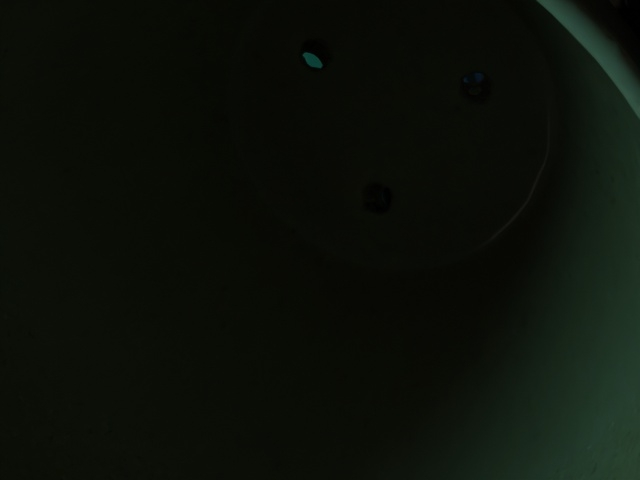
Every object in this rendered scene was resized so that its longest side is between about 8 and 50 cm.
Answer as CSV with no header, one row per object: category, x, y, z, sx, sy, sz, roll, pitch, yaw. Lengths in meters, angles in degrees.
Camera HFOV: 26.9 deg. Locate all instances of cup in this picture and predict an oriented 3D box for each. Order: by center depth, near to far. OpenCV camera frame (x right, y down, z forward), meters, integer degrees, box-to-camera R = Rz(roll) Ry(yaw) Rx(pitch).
cup,0.003,-0.017,0.565,0.237,0.331,0.331,-57,-32,-60

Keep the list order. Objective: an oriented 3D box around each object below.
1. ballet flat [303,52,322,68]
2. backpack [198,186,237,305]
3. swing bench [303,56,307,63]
ballet flat,0.014,-0.095,1.083,0.077,0.091,0.240,33,-133,-61
backpack,-0.129,0.042,0.778,0.254,0.191,0.225,-15,72,48
swing bench,-0.088,-0.163,0.946,0.165,0.253,0.254,137,127,-61
